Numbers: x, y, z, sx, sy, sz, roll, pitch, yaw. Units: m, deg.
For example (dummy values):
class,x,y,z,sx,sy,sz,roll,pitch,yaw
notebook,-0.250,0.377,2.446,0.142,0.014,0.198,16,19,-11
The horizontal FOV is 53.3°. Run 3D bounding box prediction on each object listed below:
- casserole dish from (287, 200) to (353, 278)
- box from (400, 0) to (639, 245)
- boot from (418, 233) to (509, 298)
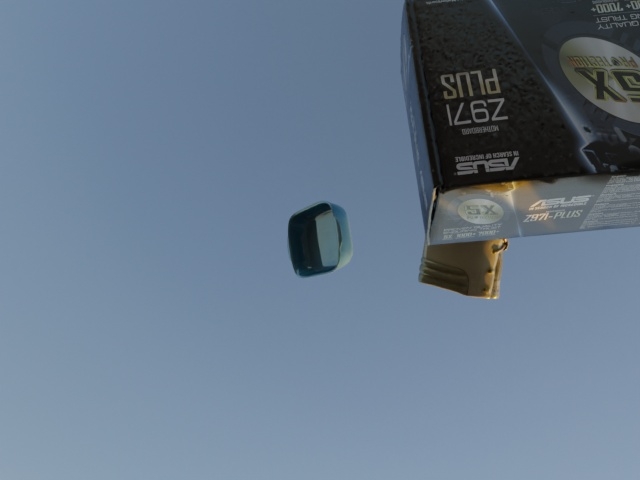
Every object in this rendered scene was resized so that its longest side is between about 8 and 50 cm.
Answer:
class,x,y,z,sx,sy,sz,roll,pitch,yaw
casserole dish,0.000,0.000,1.030,0.188,0.037,0.114,-19,-101,62
box,0.148,-0.084,0.407,0.180,0.147,0.077,-5,-26,3
boot,0.219,-0.013,0.750,0.213,0.077,0.165,5,-81,23
